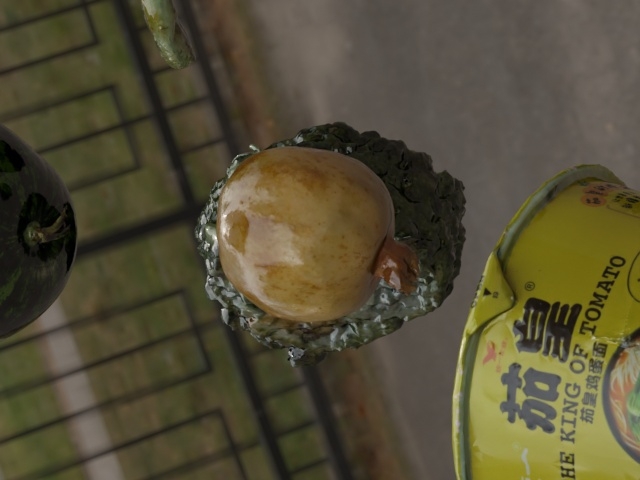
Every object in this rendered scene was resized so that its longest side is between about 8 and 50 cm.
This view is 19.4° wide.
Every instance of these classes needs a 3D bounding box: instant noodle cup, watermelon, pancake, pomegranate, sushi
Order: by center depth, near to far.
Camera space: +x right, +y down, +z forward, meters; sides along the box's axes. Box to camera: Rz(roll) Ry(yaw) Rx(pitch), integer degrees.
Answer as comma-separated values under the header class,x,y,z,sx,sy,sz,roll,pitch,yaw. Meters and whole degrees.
class,x,y,z,sx,sy,sz,roll,pitch,yaw
instant noodle cup,0.288,0.118,1.450,0.254,0.325,0.325,13,128,34
pancake,-0.184,-0.288,1.945,0.253,0.037,0.253,160,90,-89
watermelon,-0.392,-0.009,1.983,0.269,0.269,0.269,160,90,-74
pomegranate,-0.013,-0.011,2.028,0.207,0.207,0.207,160,90,-74
sushi,0.000,0.000,2.389,0.352,0.294,0.178,-31,43,43
